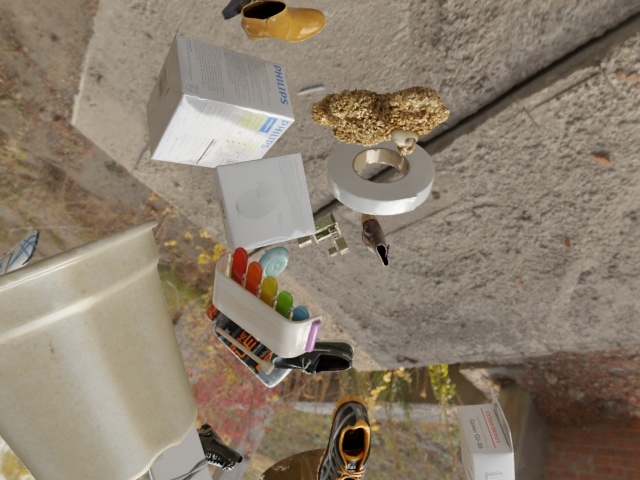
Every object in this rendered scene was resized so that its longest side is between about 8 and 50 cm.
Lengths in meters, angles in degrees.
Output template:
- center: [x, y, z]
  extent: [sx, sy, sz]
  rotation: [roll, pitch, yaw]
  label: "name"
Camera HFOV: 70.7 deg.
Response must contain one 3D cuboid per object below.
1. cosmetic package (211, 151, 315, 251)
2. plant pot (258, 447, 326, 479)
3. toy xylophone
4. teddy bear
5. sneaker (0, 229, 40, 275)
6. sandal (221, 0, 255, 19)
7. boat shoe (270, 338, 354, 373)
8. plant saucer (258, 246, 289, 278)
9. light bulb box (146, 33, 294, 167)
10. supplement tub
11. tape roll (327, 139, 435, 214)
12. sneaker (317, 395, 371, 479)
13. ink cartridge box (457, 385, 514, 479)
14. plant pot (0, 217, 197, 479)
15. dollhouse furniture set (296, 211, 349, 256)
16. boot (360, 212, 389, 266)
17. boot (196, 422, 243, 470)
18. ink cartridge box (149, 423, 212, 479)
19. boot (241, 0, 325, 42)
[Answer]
- center: [-0.154, -0.105, 1.219]
  extent: [0.138, 0.224, 0.224]
  rotation: [-166, 65, -70]
  label: "cosmetic package"
- center: [-0.003, 0.636, 0.987]
  extent: [0.237, 0.254, 0.237]
  rotation: [-9, 133, -10]
  label: "plant pot"
- center: [-0.155, 0.177, 1.094]
  extent: [0.322, 0.081, 0.236]
  rotation: [38, 130, 18]
  label: "toy xylophone"
- center: [0.121, -0.270, 1.045]
  extent: [0.337, 0.113, 0.245]
  rotation: [17, 166, 31]
  label: "teddy bear"
- center: [-0.895, 0.060, 1.306]
  extent: [0.086, 0.237, 0.085]
  rotation: [31, 141, -24]
  label: "sneaker"
- center: [-0.263, -0.787, 1.516]
  extent: [0.097, 0.255, 0.055]
  rotation: [-8, 132, 27]
  label: "sandal"
- center: [-0.026, 0.316, 1.209]
  extent: [0.232, 0.079, 0.084]
  rotation: [-6, 120, 8]
  label: "boat shoe"
- center: [-0.140, 0.073, 1.374]
  extent: [0.021, 0.119, 0.119]
  rotation: [43, 157, 35]
  label: "plant saucer"
- center: [-0.338, -0.420, 1.479]
  extent: [0.360, 0.225, 0.358]
  rotation: [3, 157, -35]
  label: "light bulb box"
- center: [-0.219, 0.314, 1.540]
  extent: [0.338, 0.207, 0.207]
  rotation: [43, 147, 4]
  label: "supplement tub"
- center: [0.216, -0.247, 1.632]
  extent: [0.391, 0.392, 0.072]
  rotation: [20, 141, 17]
  label: "tape roll"
- center: [0.044, 0.384, 0.776]
  extent: [0.084, 0.215, 0.083]
  rotation: [4, 180, -10]
  label: "sneaker"
- center: [0.279, 0.362, 0.765]
  extent: [0.067, 0.115, 0.198]
  rotation: [-7, 108, 7]
  label: "ink cartridge box"
- center: [-0.338, 0.169, 0.643]
  extent: [0.333, 0.333, 0.306]
  rotation: [-10, 104, 45]
  label: "plant pot"
- center: [0.000, 0.000, 1.827]
  extent: [0.181, 0.161, 0.101]
  rotation: [-24, 146, 1]
  label: "dollhouse furniture set"
- center: [0.211, 0.026, 1.698]
  extent: [0.090, 0.207, 0.248]
  rotation: [-19, 136, 5]
  label: "boot"
- center: [-0.273, 0.536, 1.124]
  extent: [0.137, 0.077, 0.198]
  rotation: [35, -175, 10]
  label: "boot"
- center: [-0.252, 0.422, 0.810]
  extent: [0.160, 0.092, 0.220]
  rotation: [-30, 77, 63]
  label: "ink cartridge box"
- center: [-0.110, -0.719, 1.461]
  extent: [0.211, 0.294, 0.104]
  rotation: [-142, 39, -79]
  label: "boot"
